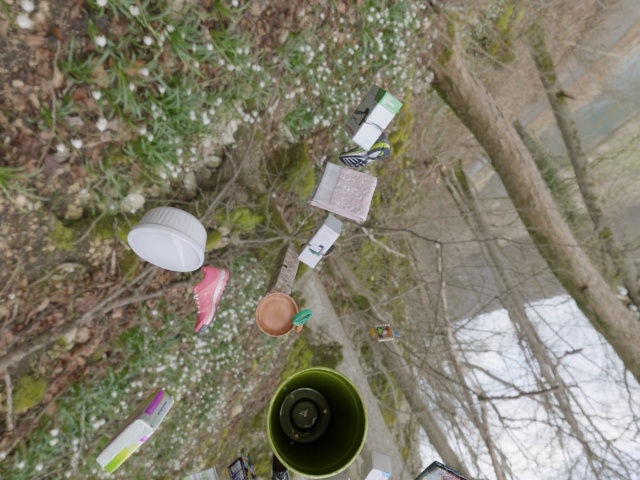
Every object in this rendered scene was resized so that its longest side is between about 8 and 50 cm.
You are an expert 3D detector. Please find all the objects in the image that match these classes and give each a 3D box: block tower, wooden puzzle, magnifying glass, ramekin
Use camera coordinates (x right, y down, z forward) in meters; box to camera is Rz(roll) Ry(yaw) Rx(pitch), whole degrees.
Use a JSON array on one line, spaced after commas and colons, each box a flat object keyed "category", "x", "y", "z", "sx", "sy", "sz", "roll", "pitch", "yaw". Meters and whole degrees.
[{"category": "block tower", "x": -0.182, "y": 0.157, "z": 2.136, "sx": 0.091, "sy": 0.097, "sz": 0.335, "roll": -36, "pitch": -153, "yaw": 35}, {"category": "wooden puzzle", "x": 0.267, "y": 0.387, "z": 1.761, "sx": 0.116, "sy": 0.079, "sz": 0.014, "roll": -11, "pitch": 140, "yaw": -10}, {"category": "magnifying glass", "x": -0.086, "y": 0.347, "z": 1.790, "sx": 0.092, "sy": 0.026, "sz": 0.231, "roll": -22, "pitch": 155, "yaw": -19}, {"category": "ramekin", "x": -0.545, "y": -0.009, "z": 1.535, "sx": 0.272, "sy": 0.127, "sz": 0.273, "roll": 8, "pitch": 144, "yaw": 6}]

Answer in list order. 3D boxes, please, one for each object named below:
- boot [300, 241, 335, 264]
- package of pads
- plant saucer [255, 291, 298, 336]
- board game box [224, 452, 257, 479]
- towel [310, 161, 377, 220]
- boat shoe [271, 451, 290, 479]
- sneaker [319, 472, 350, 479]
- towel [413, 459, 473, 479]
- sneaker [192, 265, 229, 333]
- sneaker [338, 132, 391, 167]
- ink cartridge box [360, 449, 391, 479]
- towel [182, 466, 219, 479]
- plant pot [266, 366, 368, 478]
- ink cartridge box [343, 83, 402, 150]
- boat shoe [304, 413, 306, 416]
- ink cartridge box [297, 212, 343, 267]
[{"category": "boot", "x": -0.013, "y": 0.040, "z": 2.245, "sx": 0.219, "sy": 0.106, "sz": 0.082, "roll": -28, "pitch": -154, "yaw": -32}, {"category": "package of pads", "x": -0.771, "y": 0.785, "z": 1.760, "sx": 0.296, "sy": 0.101, "sz": 0.229, "roll": -44, "pitch": -172, "yaw": 11}, {"category": "plant saucer", "x": -0.202, "y": 0.338, "z": 1.919, "sx": 0.199, "sy": 0.200, "sz": 0.037, "roll": -19, "pitch": 179, "yaw": -22}, {"category": "board game box", "x": -0.377, "y": 1.138, "z": 2.001, "sx": 0.141, "sy": 0.170, "sz": 0.048, "roll": -44, "pitch": 133, "yaw": 11}, {"category": "towel", "x": 0.138, "y": -0.282, "z": 2.345, "sx": 0.316, "sy": 0.332, "sz": 0.053, "roll": 19, "pitch": 145, "yaw": 2}, {"category": "boat shoe", "x": -0.168, "y": 0.981, "z": 1.725, "sx": 0.084, "sy": 0.233, "sz": 0.079, "roll": -8, "pitch": 139, "yaw": -1}, {"category": "sneaker", "x": 0.076, "y": 1.175, "z": 2.005, "sx": 0.212, "sy": 0.094, "sz": 0.080, "roll": -34, "pitch": -155, "yaw": 33}, {"category": "towel", "x": 0.423, "y": 0.908, "z": 1.436, "sx": 0.040, "sy": 0.271, "sz": 0.370, "roll": -58, "pitch": 172, "yaw": -54}, {"category": "sneaker", "x": -0.528, "y": 0.261, "z": 1.896, "sx": 0.136, "sy": 0.314, "sz": 0.116, "roll": 23, "pitch": 160, "yaw": -20}, {"category": "sneaker", "x": 0.234, "y": -0.476, "z": 2.212, "sx": 0.299, "sy": 0.121, "sz": 0.111, "roll": -9, "pitch": 147, "yaw": 30}, {"category": "ink cartridge box", "x": 0.241, "y": 1.026, "z": 1.864, "sx": 0.090, "sy": 0.092, "sz": 0.143, "roll": -85, "pitch": -164, "yaw": -62}, {"category": "towel", "x": -0.528, "y": 1.085, "z": 1.872, "sx": 0.152, "sy": 0.113, "sz": 0.023, "roll": 3, "pitch": 121, "yaw": -39}, {"category": "plant pot", "x": -0.037, "y": 0.694, "z": 1.651, "sx": 0.366, "sy": 0.367, "sz": 0.353, "roll": -20, "pitch": 166, "yaw": -16}, {"category": "ink cartridge box", "x": 0.190, "y": -0.464, "z": 1.575, "sx": 0.086, "sy": 0.153, "sz": 0.208, "roll": 28, "pitch": 111, "yaw": -26}, {"category": "boat shoe", "x": -0.032, "y": 0.911, "z": 1.975, "sx": 0.104, "sy": 0.285, "sz": 0.089, "roll": -41, "pitch": 170, "yaw": -20}, {"category": "ink cartridge box", "x": 0.000, "y": 0.000, "z": 1.956, "sx": 0.219, "sy": 0.092, "sz": 0.160, "roll": -52, "pitch": -174, "yaw": 25}]
